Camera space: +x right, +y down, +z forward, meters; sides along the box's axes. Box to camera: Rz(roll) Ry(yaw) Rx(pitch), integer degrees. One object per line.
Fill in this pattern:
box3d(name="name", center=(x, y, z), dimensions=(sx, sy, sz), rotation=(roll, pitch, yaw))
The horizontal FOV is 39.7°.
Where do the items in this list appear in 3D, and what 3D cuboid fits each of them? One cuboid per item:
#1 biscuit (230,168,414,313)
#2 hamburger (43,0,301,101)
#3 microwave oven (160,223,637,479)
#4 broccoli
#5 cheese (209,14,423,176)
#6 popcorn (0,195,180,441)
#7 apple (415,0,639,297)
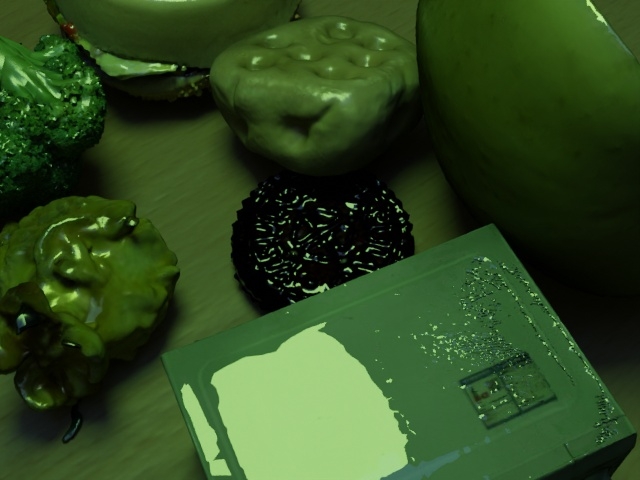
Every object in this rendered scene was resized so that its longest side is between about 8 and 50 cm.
box3d(name="biscuit", center=(0.000, 0.000, 0.897), dimensions=(0.195, 0.053, 0.194), rotation=(-1, 57, 1))
box3d(name="hamburger", center=(-0.169, -0.299, 1.028), dimensions=(0.302, 0.170, 0.302), rotation=(1, 55, -1))
box3d(name="microwave oven", center=(0.055, 0.159, 0.719), dimensions=(0.295, 0.181, 0.237), rotation=(-21, 58, -12))
box3d(name="broccoli", center=(-0.336, -0.145, 0.876), dimensions=(0.270, 0.270, 0.270), rotation=(-8, 36, 6))
box3d(name="cheese", center=(0.004, -0.150, 0.924), dimensions=(0.235, 0.117, 0.218), rotation=(-3, 33, -2))
box3d(name="popcorn", center=(-0.219, 0.057, 0.823), dimensions=(0.168, 0.173, 0.195), rotation=(7, 46, -19))
box3d(name="apple", center=(0.235, -0.136, 0.812), dimensions=(0.312, 0.320, 0.360), rotation=(-3, 46, -17))
